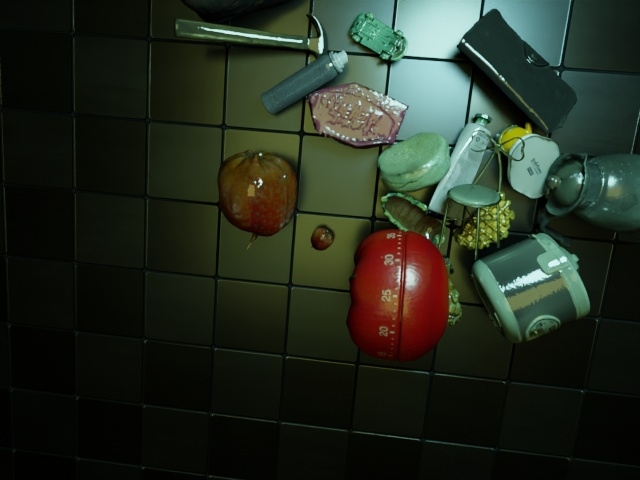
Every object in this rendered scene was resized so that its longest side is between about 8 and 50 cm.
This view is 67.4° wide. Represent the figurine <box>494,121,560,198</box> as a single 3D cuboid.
[{"bbox_3d":[0.600,-0.246,1.435,0.167,0.141,0.250,-35,132,3],"label":"figurine"}]

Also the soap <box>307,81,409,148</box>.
[{"bbox_3d":[0.097,-0.373,1.438,0.290,0.112,0.182,23,98,2],"label":"soap"}]

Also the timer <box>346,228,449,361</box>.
[{"bbox_3d":[0.224,0.156,1.383,0.280,0.378,0.377,3,100,11],"label":"timer"}]

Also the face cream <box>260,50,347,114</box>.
[{"bbox_3d":[-0.046,-0.469,1.416,0.284,0.073,0.073,-25,97,23],"label":"face cream"}]

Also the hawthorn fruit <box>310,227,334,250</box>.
[{"bbox_3d":[0.004,-0.003,1.530,0.077,0.077,0.077,1,100,5],"label":"hawthorn fruit"}]

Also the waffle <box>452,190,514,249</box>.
[{"bbox_3d":[0.505,-0.056,1.490,0.192,0.046,0.160,-15,101,10],"label":"waffle"}]

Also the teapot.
[{"bbox_3d":[0.758,-0.134,1.378,0.286,0.305,0.223,8,71,-8],"label":"teapot"}]

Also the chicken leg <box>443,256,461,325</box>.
[{"bbox_3d":[0.398,0.162,1.511,0.088,0.103,0.227,-2,96,21],"label":"chicken leg"}]

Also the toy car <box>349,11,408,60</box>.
[{"bbox_3d":[0.172,-0.594,1.416,0.186,0.058,0.093,35,102,10],"label":"toy car"}]

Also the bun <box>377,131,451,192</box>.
[{"bbox_3d":[0.282,-0.222,1.417,0.222,0.221,0.108,-24,127,9],"label":"bun"}]

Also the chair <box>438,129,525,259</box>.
[{"bbox_3d":[0.437,-0.128,1.346,0.160,0.170,0.325,26,127,41],"label":"chair"}]

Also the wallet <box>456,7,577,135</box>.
[{"bbox_3d":[0.569,-0.479,1.364,0.377,0.051,0.197,45,67,-3],"label":"wallet"}]

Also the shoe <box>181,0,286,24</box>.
[{"bbox_3d":[-0.207,-0.739,1.329,0.385,0.237,0.171,-16,101,9],"label":"shoe"}]

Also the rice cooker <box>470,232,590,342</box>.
[{"bbox_3d":[0.615,0.139,1.405,0.277,0.288,0.288,-25,97,8],"label":"rice cooker"}]

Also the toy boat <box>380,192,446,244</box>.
[{"bbox_3d":[0.264,-0.078,1.441,0.293,0.099,0.108,30,106,-32],"label":"toy boat"}]

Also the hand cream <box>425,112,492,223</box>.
[{"bbox_3d":[0.422,-0.214,1.436,0.121,0.076,0.335,20,94,-30],"label":"hand cream"}]

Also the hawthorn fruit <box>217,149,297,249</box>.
[{"bbox_3d":[-0.187,-0.145,1.440,0.259,0.258,0.261,-25,116,9],"label":"hawthorn fruit"}]

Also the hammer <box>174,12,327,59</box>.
[{"bbox_3d":[-0.190,-0.582,1.377,0.441,0.044,0.168,-2,104,-18],"label":"hammer"}]
